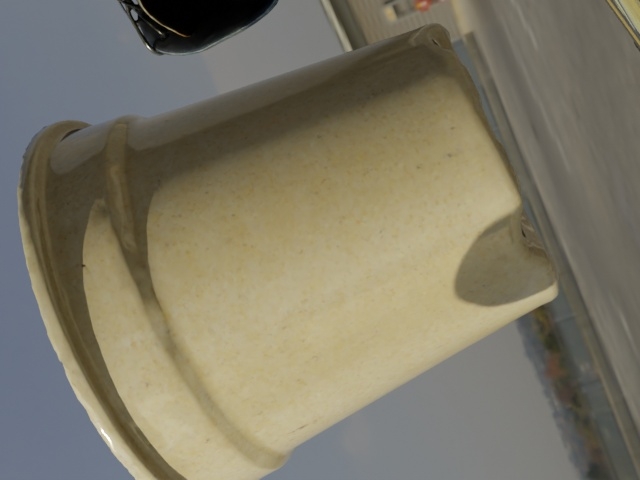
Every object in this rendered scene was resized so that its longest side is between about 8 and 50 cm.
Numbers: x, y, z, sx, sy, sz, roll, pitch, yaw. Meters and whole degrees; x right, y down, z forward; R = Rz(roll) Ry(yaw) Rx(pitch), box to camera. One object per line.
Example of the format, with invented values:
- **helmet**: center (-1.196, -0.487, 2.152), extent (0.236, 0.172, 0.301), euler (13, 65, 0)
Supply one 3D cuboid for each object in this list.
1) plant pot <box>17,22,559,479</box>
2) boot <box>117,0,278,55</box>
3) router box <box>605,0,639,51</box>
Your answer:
- **plant pot**: center (0.000, 0.000, 0.717), extent (0.334, 0.305, 0.334), euler (-24, -90, -80)
- **boot**: center (-0.091, -0.135, 0.422), extent (0.082, 0.219, 0.106), euler (51, -140, -43)
- **router box**: center (0.184, -0.067, 0.354), extent (0.309, 0.081, 0.243), euler (51, -162, -8)
